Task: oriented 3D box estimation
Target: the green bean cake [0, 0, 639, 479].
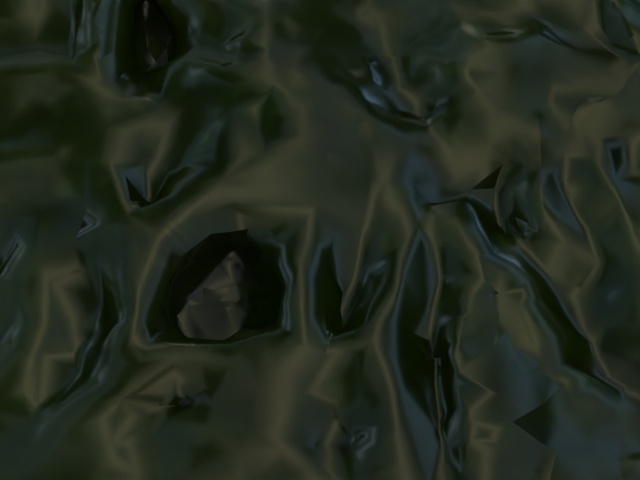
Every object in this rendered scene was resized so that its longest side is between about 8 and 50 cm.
[{"bbox_3d":[0.000,0.000,0.493,0.250,0.156,0.247,-1,-113,-9],"label":"green bean cake"}]
